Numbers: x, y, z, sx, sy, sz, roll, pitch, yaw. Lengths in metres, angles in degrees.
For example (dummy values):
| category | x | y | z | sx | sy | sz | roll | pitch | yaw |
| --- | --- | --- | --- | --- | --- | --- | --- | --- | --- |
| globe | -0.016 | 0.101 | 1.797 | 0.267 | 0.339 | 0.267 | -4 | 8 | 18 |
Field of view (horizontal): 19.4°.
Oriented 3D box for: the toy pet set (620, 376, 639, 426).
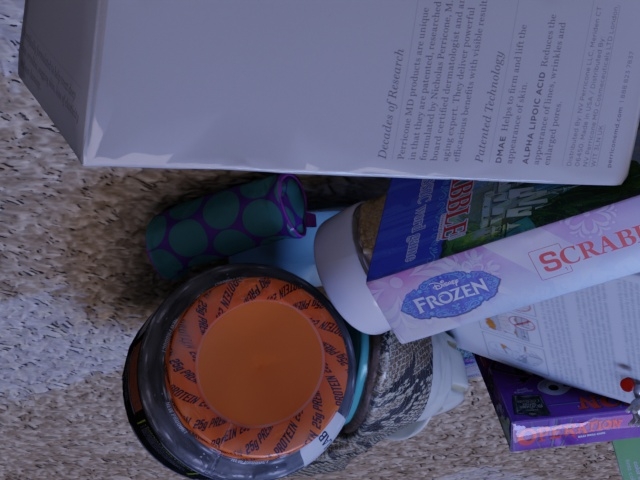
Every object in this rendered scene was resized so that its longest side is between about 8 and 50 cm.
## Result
| category | x | y | z | sx | sy | sz | roll | pitch | yaw |
| --- | --- | --- | --- | --- | --- | --- | --- | --- | --- |
| toy pet set | 0.381 | 0.185 | 1.925 | 0.122 | 0.114 | 0.065 | 4 | -158 | 34 |

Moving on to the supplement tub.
| category | x | y | z | sx | sy | sz | roll | pitch | yaw |
| --- | --- | --- | --- | --- | --- | --- | --- | --- | --- |
| supplement tub | -0.082 | 0.133 | 1.820 | 0.207 | 0.207 | 0.338 | -4 | 174 | -10 |

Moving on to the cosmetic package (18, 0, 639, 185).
| category | x | y | z | sx | sy | sz | roll | pitch | yaw |
| --- | --- | --- | --- | --- | --- | --- | --- | --- | --- |
| cosmetic package | 0.007 | -0.143 | 1.257 | 0.385 | 0.156 | 0.217 | 0 | -160 | -19 |

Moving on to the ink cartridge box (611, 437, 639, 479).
| category | x | y | z | sx | sy | sz | roll | pitch | yaw |
| --- | --- | --- | --- | --- | --- | --- | --- | --- | --- |
| ink cartridge box | 0.545 | 0.206 | 2.314 | 0.353 | 0.119 | 0.207 | -15 | 180 | 16 |

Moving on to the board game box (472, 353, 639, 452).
| category | x | y | z | sx | sy | sz | roll | pitch | yaw |
| --- | --- | --- | --- | --- | --- | --- | --- | --- | --- |
| board game box | 0.359 | 0.144 | 2.108 | 0.347 | 0.208 | 0.056 | -6 | 124 | -7 |

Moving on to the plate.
| category | x | y | z | sx | sy | sz | roll | pitch | yaw |
| --- | --- | --- | --- | --- | --- | --- | --- | --- | --- |
| plate | 0.000 | 0.000 | 1.864 | 0.188 | 0.024 | 0.188 | -7 | 157 | -3 |

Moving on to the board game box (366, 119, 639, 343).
| category | x | y | z | sx | sy | sz | roll | pitch | yaw |
| --- | --- | --- | --- | --- | --- | --- | --- | --- | --- |
| board game box | 0.207 | -0.082 | 1.407 | 0.318 | 0.319 | 0.066 | -19 | 120 | 22 |

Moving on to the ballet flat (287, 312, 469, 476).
| category | x | y | z | sx | sy | sz | roll | pitch | yaw |
| --- | --- | --- | --- | --- | --- | --- | --- | --- | --- |
| ballet flat | 0.058 | 0.162 | 2.082 | 0.182 | 0.164 | 0.483 | 7 | 159 | -16 |

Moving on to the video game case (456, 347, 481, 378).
| category | x | y | z | sx | sy | sz | roll | pitch | yaw |
| --- | --- | --- | --- | --- | --- | --- | --- | --- | --- |
| video game case | 0.114 | 0.148 | 2.251 | 0.157 | 0.019 | 0.143 | -12 | 156 | 11 |

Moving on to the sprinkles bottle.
| category | x | y | z | sx | sy | sz | roll | pitch | yaw |
| --- | --- | --- | --- | --- | --- | --- | --- | --- | --- |
| sprinkles bottle | 0.165 | -0.034 | 1.686 | 0.355 | 0.121 | 0.121 | -27 | 151 | 28 |

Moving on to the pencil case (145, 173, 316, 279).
| category | x | y | z | sx | sy | sz | roll | pitch | yaw |
| --- | --- | --- | --- | --- | --- | --- | --- | --- | --- |
| pencil case | -0.086 | -0.013 | 1.756 | 0.151 | 0.064 | 0.070 | -17 | 139 | 21 |

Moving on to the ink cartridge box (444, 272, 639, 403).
| category | x | y | z | sx | sy | sz | roll | pitch | yaw |
| --- | --- | --- | --- | --- | --- | --- | --- | --- | --- |
| ink cartridge box | 0.286 | 0.058 | 1.908 | 0.385 | 0.091 | 0.308 | 16 | 156 | 21 |
